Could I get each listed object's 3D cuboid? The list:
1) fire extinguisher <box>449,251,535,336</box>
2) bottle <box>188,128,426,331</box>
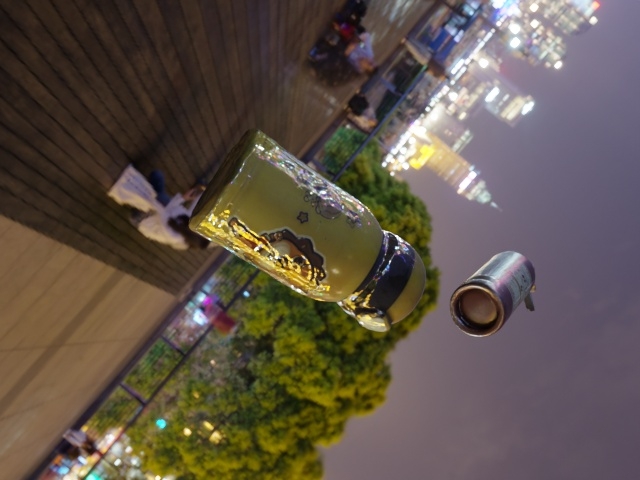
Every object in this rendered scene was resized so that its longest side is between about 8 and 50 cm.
[{"bbox_3d":[0.249,0.072,0.874,0.071,0.099,0.231,-21,180,33],"label":"fire extinguisher"},{"bbox_3d":[0.000,0.000,0.944,0.171,0.351,0.171,-52,-164,21],"label":"bottle"}]
